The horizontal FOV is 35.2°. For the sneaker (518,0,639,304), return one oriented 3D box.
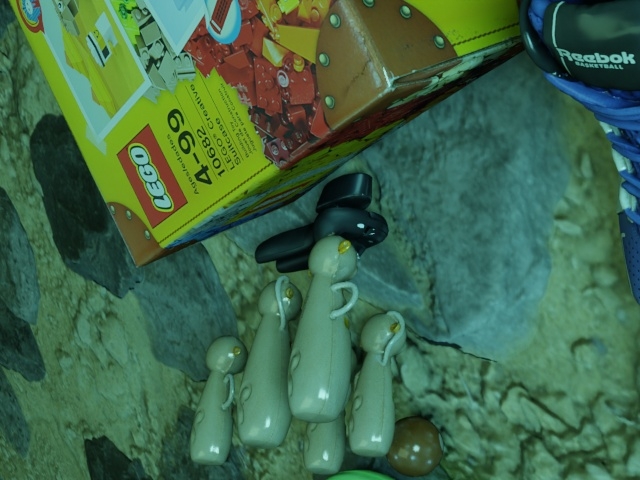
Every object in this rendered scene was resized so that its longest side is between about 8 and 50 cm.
[{"bbox_3d":[0.181,-0.083,0.534,0.127,0.182,0.315,24,127,43],"label":"sneaker"}]

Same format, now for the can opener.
[{"bbox_3d":[0.000,0.000,0.917,0.059,0.073,0.186,30,151,-18],"label":"can opener"}]

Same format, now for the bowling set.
[{"bbox_3d":[0.015,0.125,0.915,0.287,0.200,0.154,-32,44,53],"label":"bowling set"}]

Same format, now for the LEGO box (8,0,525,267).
[{"bbox_3d":[-0.099,-0.282,0.754,0.372,0.193,0.500,-29,86,53],"label":"LEGO box"}]

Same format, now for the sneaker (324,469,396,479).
[{"bbox_3d":[0.120,0.355,0.831,0.483,0.202,0.185,12,119,47],"label":"sneaker"}]
